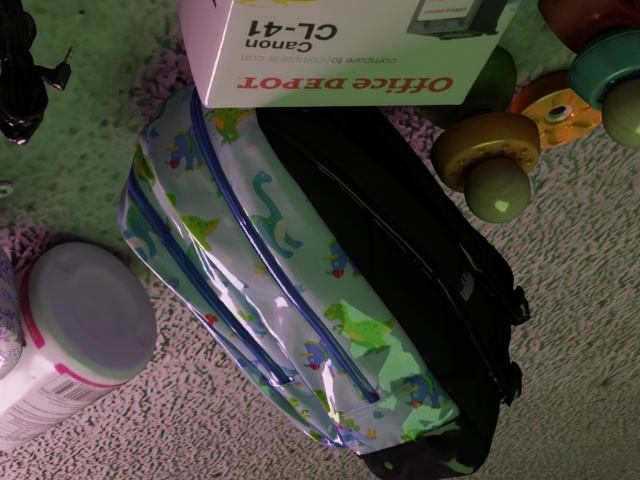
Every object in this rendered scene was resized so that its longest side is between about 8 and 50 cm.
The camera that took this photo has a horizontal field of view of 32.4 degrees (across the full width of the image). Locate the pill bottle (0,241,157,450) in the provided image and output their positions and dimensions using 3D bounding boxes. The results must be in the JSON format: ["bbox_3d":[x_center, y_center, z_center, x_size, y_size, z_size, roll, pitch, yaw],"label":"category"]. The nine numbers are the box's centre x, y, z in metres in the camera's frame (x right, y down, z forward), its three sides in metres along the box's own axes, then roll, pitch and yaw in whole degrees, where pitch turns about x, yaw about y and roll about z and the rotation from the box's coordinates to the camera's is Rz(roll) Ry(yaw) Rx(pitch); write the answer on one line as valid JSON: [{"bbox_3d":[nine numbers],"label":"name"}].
[{"bbox_3d":[-0.327,0.132,1.202,0.283,0.160,0.160,-31,146,29],"label":"pill bottle"}]

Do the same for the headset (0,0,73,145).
[{"bbox_3d":[-0.258,-0.205,0.607,0.243,0.185,0.394,-17,158,6],"label":"headset"}]

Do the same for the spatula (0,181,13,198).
[{"bbox_3d":[-0.427,-0.023,1.033,0.242,0.019,0.168,-24,149,19],"label":"spatula"}]

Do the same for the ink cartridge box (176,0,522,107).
[{"bbox_3d":[0.040,-0.231,0.748,0.226,0.131,0.306,-3,148,-19],"label":"ink cartridge box"}]

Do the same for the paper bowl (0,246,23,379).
[{"bbox_3d":[-0.425,0.056,1.007,0.284,0.148,0.284,-14,156,-6],"label":"paper bowl"}]

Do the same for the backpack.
[{"bbox_3d":[0.000,0.000,0.957,0.273,0.290,0.356,-15,122,24],"label":"backpack"}]

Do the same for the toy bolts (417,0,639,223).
[{"bbox_3d":[0.234,-0.110,1.012,0.218,0.158,0.228,11,143,-37],"label":"toy bolts"}]
